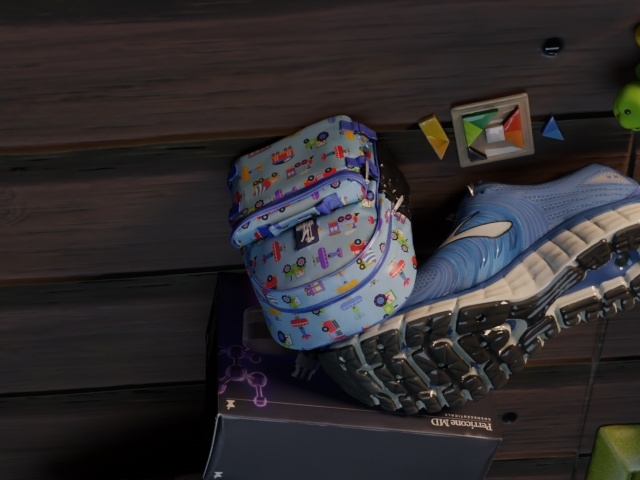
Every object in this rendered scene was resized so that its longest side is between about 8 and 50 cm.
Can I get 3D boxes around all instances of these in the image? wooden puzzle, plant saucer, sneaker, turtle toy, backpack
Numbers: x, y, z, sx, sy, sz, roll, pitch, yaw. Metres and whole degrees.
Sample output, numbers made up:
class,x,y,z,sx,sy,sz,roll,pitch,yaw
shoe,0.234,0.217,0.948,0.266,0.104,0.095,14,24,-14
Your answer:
class,x,y,z,sx,sy,sz,roll,pitch,yaw
wooden puzzle,0.150,-0.094,1.075,0.116,0.014,0.079,-16,133,11
plant saucer,0.408,0.288,1.438,0.188,0.045,0.188,-2,134,-2
sneaker,0.147,0.035,1.097,0.330,0.147,0.130,-26,131,0
turtle toy,0.299,-0.137,1.006,0.130,0.066,0.095,-29,129,22
backpack,0.000,0.000,1.046,0.158,0.173,0.117,-20,132,16

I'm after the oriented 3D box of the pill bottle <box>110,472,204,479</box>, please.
class,x,y,z,sx,sy,sz,roll,pitch,yaw
pill bottle,-0.117,0.351,1.268,0.392,0.224,0.224,-12,137,37

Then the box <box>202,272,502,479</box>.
class,x,y,z,sx,sy,sz,roll,pitch,yaw
box,0.023,0.138,1.174,0.261,0.184,0.103,6,134,-10
